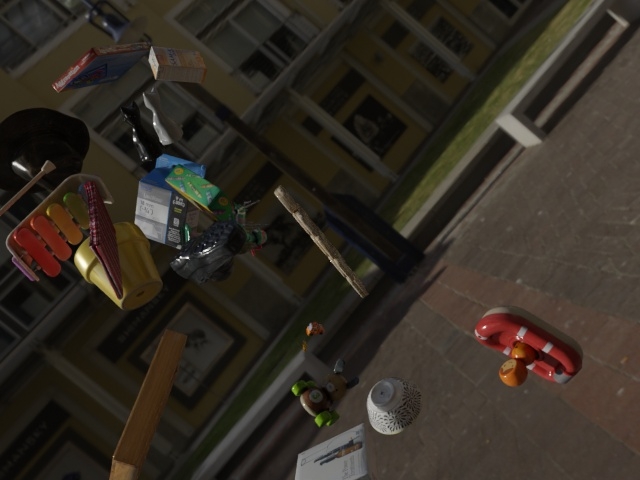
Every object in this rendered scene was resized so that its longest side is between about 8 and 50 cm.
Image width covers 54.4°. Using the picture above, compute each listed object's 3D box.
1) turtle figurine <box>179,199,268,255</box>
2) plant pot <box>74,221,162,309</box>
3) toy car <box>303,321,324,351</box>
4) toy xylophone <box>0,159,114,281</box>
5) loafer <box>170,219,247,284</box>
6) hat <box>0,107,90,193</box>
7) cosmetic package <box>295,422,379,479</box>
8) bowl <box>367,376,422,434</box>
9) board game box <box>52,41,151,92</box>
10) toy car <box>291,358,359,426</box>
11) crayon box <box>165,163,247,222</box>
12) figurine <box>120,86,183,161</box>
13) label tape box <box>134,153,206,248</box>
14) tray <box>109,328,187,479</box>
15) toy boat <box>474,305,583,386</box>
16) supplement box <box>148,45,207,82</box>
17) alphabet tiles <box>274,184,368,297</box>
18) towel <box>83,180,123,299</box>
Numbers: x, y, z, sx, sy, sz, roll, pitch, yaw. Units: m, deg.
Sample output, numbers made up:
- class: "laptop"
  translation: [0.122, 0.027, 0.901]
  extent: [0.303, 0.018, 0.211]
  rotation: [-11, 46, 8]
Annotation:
- class: "turtle figurine"
  translation: [-0.217, -0.020, 1.519]
  extent: [0.234, 0.118, 0.175]
  rotation: [-7, -19, -24]
- class: "plant pot"
  translation: [-0.684, 0.104, 2.175]
  extent: [0.254, 0.239, 0.254]
  rotation: [-35, -17, -13]
- class: "toy car"
  translation: [-0.021, 0.299, 1.970]
  extent: [0.122, 0.060, 0.040]
  rotation: [-77, -12, -60]
- class: "toy xylophone"
  translation: [-0.702, -0.059, 1.635]
  extent: [0.322, 0.081, 0.236]
  rotation: [-58, -24, -18]
- class: "loafer"
  translation: [-0.164, 0.024, 0.974]
  extent: [0.223, 0.078, 0.076]
  rotation: [-23, 32, 56]
- class: "hat"
  translation: [-0.806, -0.225, 1.830]
  extent: [0.331, 0.134, 0.331]
  rotation: [-36, -23, -18]
- class: "cosmetic package"
  translation: [0.053, 0.812, 2.177]
  extent: [0.284, 0.097, 0.377]
  rotation: [-29, 6, 5]
- class: "bowl"
  translation: [0.189, 0.443, 1.731]
  extent: [0.170, 0.080, 0.170]
  rotation: [-25, 38, 21]
- class: "board game box"
  translation: [-0.545, -0.442, 1.577]
  extent: [0.145, 0.027, 0.281]
  rotation: [-34, 10, 20]
- class: "toy car"
  translation: [0.034, 0.483, 2.027]
  extent: [0.188, 0.155, 0.149]
  rotation: [-45, -24, 7]
- class: "crayon box"
  translation: [-0.400, -0.151, 2.172]
  extent: [0.081, 0.278, 0.165]
  rotation: [-52, -40, -8]
- class: "figurine"
  translation: [-0.608, -0.423, 2.235]
  extent: [0.092, 0.209, 0.215]
  rotation: [-6, 32, 29]
- class: "label tape box"
  translation: [-0.603, -0.160, 2.479]
  extent: [0.106, 0.241, 0.333]
  rotation: [-27, -49, -65]
- class: "tray"
  translation: [-0.487, 0.477, 1.767]
  extent: [0.410, 0.076, 0.202]
  rotation: [-77, 8, -45]
- class: "toy boat"
  translation: [0.443, 0.253, 1.372]
  extent: [0.151, 0.231, 0.151]
  rotation: [-50, -19, -25]
- class: "supplement box"
  translation: [-0.281, -0.346, 1.226]
  extent: [0.098, 0.062, 0.036]
  rotation: [-4, -39, -31]
- class: "alphabet tiles"
  translation: [0.000, 0.000, 1.304]
  extent: [0.021, 0.284, 0.278]
  rotation: [-40, 8, 3]
- class: "towel"
  translation: [-0.558, -0.004, 1.605]
  extent: [0.031, 0.274, 0.198]
  rotation: [-17, -45, -9]
